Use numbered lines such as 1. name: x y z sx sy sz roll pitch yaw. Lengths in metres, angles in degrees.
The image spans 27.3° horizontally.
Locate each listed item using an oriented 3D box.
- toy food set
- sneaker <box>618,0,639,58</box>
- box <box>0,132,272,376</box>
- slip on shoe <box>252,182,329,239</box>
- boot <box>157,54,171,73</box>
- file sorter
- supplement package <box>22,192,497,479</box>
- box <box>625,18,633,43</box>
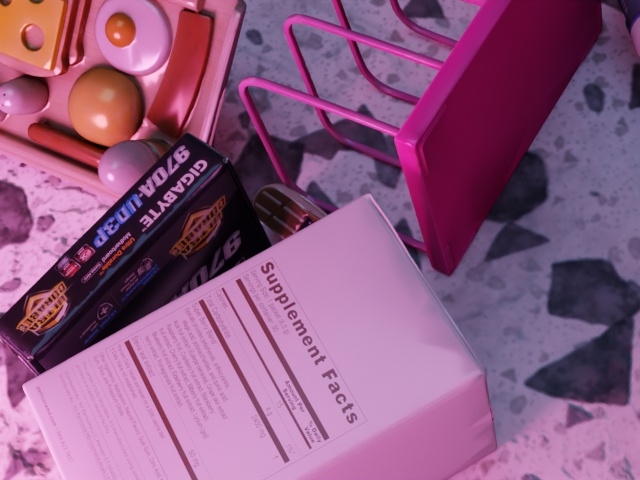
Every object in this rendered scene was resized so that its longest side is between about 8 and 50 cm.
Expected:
1. toy food set: -0.223 -0.146 1.165 0.306 0.092 0.220 22 110 16
2. sneaker: 0.395 -0.285 1.105 0.322 0.130 0.236 -14 64 16
3. box: -0.142 0.043 1.072 0.051 0.175 0.220 35 73 28
4. slip on shoe: 0.000 0.000 1.142 0.135 0.041 0.051 39 110 15
5. boot: -0.264 -0.199 1.294 0.222 0.118 0.338 -40 56 -1
6. file sorter: 0.092 -0.164 1.122 0.182 0.202 0.291 24 69 25
7. supplement package: -0.037 0.134 0.992 0.293 0.177 0.175 -29 62 -5
8. box: 0.346 -0.157 1.152 0.105 0.043 0.179 -21 56 1
